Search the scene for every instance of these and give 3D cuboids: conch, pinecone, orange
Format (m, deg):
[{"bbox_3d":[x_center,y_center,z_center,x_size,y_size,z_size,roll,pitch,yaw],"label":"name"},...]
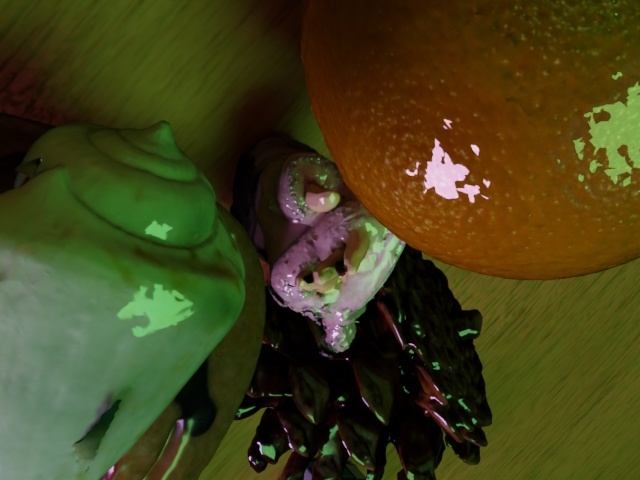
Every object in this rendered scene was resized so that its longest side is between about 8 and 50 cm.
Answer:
[{"bbox_3d":[-0.143,0.048,0.860,0.250,0.137,0.143,-46,157,6],"label":"conch"},{"bbox_3d":[0.021,0.089,1.183,0.207,0.208,0.208,-30,148,-21],"label":"pinecone"},{"bbox_3d":[0.125,-0.112,0.960,0.274,0.274,0.274,-30,148,-21],"label":"orange"}]

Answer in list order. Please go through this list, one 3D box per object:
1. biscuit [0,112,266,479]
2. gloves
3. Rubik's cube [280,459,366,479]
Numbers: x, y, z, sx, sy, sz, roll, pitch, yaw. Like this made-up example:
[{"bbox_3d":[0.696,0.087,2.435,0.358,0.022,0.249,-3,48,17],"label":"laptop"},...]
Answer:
[{"bbox_3d":[-0.190,0.085,0.956,0.367,0.063,0.314,18,102,-45],"label":"biscuit"},{"bbox_3d":[0.000,-0.009,1.069,0.094,0.144,0.110,0,134,-33],"label":"gloves"},{"bbox_3d":[0.005,0.250,1.463,0.092,0.092,0.092,-50,149,13],"label":"Rubik's cube"}]
